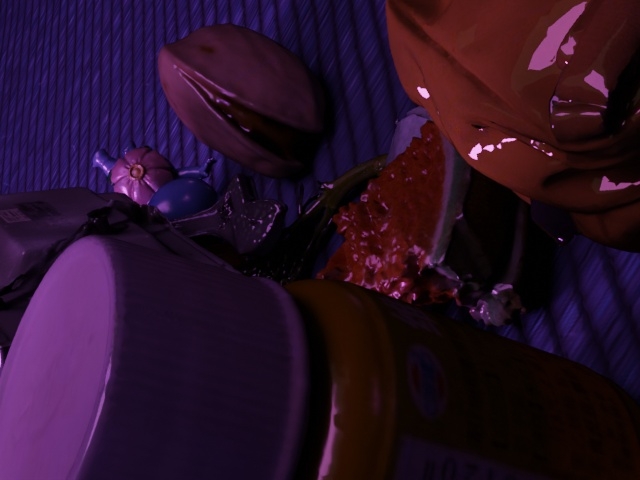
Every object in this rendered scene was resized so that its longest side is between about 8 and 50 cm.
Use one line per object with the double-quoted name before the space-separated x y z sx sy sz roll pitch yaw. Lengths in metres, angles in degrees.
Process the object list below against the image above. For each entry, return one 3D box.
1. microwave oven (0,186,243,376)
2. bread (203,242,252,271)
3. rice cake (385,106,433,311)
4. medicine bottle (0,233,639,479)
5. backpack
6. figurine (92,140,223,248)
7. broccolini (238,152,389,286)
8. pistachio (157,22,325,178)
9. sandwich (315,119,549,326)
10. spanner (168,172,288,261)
"microwave oven" -0.223 0.146 1.219 0.432 0.236 0.375 30 124 59
"bread" -0.130 0.084 1.404 0.157 0.083 0.094 -44 49 32
"rice cake" 0.069 0.030 1.124 0.066 0.063 0.336 -10 62 52
"medicine bottle" 0.007 0.140 0.816 0.224 0.384 0.224 -38 42 45
"backpack" 0.233 -0.177 0.852 0.378 0.201 0.354 -42 43 13
"figurine" -0.179 -0.038 1.514 0.178 0.114 0.144 43 149 19
"broccolini" 0.005 -0.005 1.269 0.271 0.062 0.123 -35 51 39
"pistachio" -0.085 -0.156 1.433 0.238 0.153 0.138 36 113 33
"sandwich" 0.091 -0.015 1.047 0.159 0.109 0.185 -17 48 32
"spanner" -0.145 -0.008 1.382 0.325 0.026 0.093 -12 70 45
